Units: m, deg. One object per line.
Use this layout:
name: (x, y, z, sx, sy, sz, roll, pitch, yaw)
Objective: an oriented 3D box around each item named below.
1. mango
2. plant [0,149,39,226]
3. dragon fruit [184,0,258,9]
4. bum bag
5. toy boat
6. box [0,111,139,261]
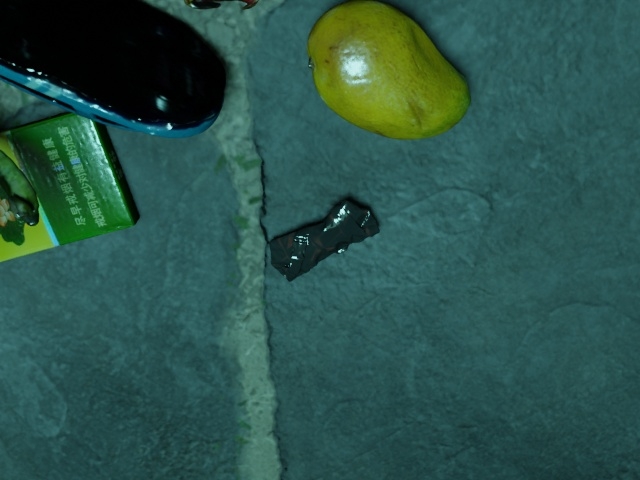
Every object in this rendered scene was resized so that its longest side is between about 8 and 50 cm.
mango: (0.060, -0.157, 0.693, 0.115, 0.089, 0.165, -45, 109, 4)
plant: (-0.452, -0.068, 0.681, 0.334, 0.180, 0.251, -9, 71, -21)
dragon fruit: (-0.127, -0.301, 0.628, 0.246, 0.125, 0.125, 46, 118, 0)
bum bag: (0.000, -0.001, 0.776, 0.124, 0.034, 0.058, -29, 118, 10)
toy boat: (-0.239, -0.170, 0.678, 0.299, 0.134, 0.092, 24, 142, -10)
box: (-0.324, -0.048, 0.751, 0.235, 0.034, 0.132, -16, 111, 4)
